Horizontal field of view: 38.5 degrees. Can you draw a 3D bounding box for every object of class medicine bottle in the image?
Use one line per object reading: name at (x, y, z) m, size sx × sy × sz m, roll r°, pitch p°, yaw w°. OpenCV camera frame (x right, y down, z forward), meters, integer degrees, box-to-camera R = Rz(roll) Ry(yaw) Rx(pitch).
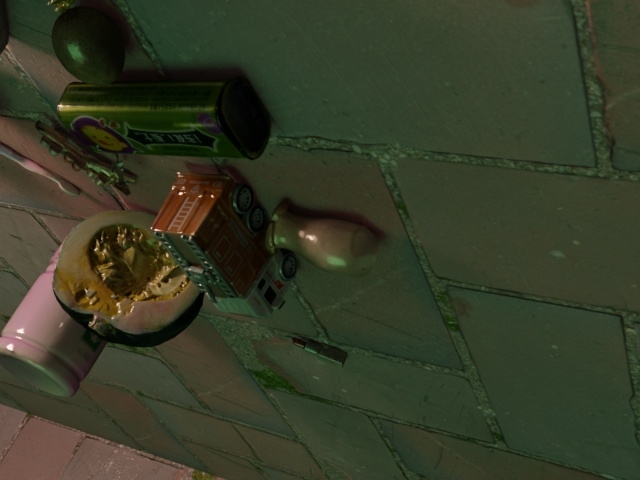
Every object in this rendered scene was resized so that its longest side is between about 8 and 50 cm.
medicine bottle at (-0.567, 0.167, 2.068) m, size 0.212 × 0.325 × 0.212 m, roll 20°, pitch 151°, yaw 11°

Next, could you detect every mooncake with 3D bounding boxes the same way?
mooncake at (-0.487, -0.219, 1.657) m, size 0.347 × 0.057 × 0.150 m, roll 29°, pitch 165°, yaw 11°

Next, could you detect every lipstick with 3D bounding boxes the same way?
lipstick at (-0.006, 0.243, 2.023) m, size 0.129 × 0.030 × 0.030 m, roll 20°, pitch 151°, yaw 13°

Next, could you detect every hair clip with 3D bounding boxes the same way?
hair clip at (-0.448, -0.150, 1.727) m, size 0.214 × 0.062 × 0.056 m, roll 31°, pitch 121°, yaw -17°

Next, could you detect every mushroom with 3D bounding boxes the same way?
mushroom at (-0.001, 0.001, 1.558) m, size 0.213 × 0.088 × 0.097 m, roll 22°, pitch 142°, yaw 23°

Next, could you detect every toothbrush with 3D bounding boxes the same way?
toothbrush at (-0.612, -0.164, 1.875) m, size 0.269 × 0.021 × 0.027 m, roll 33°, pitch 146°, yaw -10°

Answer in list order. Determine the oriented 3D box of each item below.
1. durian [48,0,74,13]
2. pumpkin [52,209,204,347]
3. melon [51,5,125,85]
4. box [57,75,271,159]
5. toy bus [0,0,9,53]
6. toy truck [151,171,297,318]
durian at (-0.347, -0.375, 1.197) m, size 0.108 × 0.119 × 0.187 m, roll 32°, pitch 153°, yaw -17°
pumpkin at (-0.380, 0.097, 1.864) m, size 0.293 × 0.263 × 0.197 m, roll 26°, pitch 156°, yaw 9°
melon at (-0.342, -0.288, 1.362) m, size 0.098 × 0.098 × 0.130 m, roll 11°, pitch 153°, yaw 27°
box at (-0.247, -0.195, 1.438) m, size 0.346 × 0.097 × 0.134 m, roll 6°, pitch 153°, yaw 34°
toy bus at (-0.538, -0.363, 1.395) m, size 0.092 × 0.106 × 0.268 m, roll 27°, pitch 154°, yaw 0°
toy truck at (-0.169, 0.023, 1.658) m, size 0.136 × 0.162 × 0.305 m, roll 7°, pitch 146°, yaw 33°
